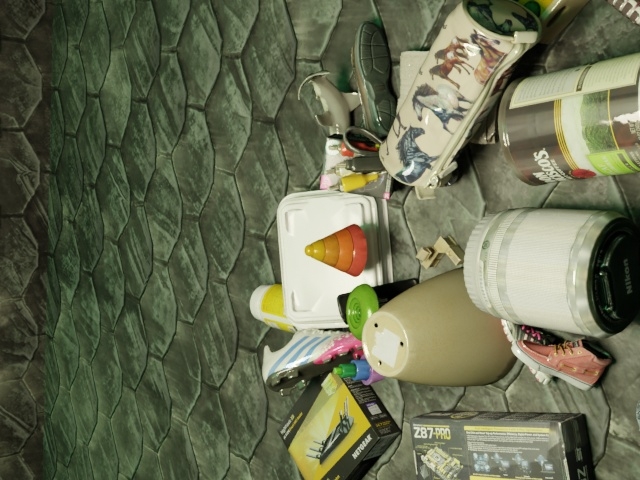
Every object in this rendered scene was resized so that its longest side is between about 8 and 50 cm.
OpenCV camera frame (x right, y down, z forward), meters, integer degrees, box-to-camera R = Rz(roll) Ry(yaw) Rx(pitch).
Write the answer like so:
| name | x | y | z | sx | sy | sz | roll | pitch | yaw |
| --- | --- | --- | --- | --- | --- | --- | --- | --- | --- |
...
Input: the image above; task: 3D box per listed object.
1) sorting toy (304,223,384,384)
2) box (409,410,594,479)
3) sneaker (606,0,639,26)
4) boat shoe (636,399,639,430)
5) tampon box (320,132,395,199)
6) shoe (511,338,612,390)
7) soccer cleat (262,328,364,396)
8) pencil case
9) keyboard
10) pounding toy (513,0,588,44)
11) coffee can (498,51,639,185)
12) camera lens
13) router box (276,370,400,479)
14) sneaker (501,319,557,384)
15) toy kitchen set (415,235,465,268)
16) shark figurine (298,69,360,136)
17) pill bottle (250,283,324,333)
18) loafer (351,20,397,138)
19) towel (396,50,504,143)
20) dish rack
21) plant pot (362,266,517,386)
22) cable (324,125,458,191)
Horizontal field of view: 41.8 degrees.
| name | x | y | z | sx | sy | sz | roll | pitch | yaw |
| --- | --- | --- | --- | --- | --- | --- | --- | --- | --- |
| sorting toy | 0.043 | 0.134 | 1.805 | 0.127 | 0.126 | 0.366 | 131 | 135 | -56 |
| box | 0.368 | 0.515 | 1.710 | 0.394 | 0.097 | 0.319 | -13 | 85 | 48 |
| sneaker | 0.566 | -0.444 | 1.397 | 0.281 | 0.106 | 0.163 | 51 | 122 | 31 |
| boat shoe | 0.592 | 0.267 | 1.456 | 0.083 | 0.065 | 0.184 | -1 | 94 | 47 |
| tampon box | 0.091 | -0.170 | 1.896 | 0.160 | 0.101 | 0.121 | 9 | 104 | 9 |
| shoe | 0.449 | 0.209 | 1.557 | 0.081 | 0.177 | 0.063 | -61 | 9 | 27 |
| soccer cleat | 0.011 | 0.252 | 1.991 | 0.331 | 0.116 | 0.143 | -20 | 48 | 7 |
| pencil case | 0.263 | -0.277 | 1.606 | 0.184 | 0.159 | 0.410 | 60 | 141 | 30 |
| keyboard | 0.138 | 0.153 | 1.905 | 0.038 | 0.192 | 0.100 | 70 | -172 | -77 |
| pounding toy | 0.408 | -0.510 | 1.571 | 0.181 | 0.094 | 0.206 | -50 | 58 | 39 |
| coffee can | 0.477 | -0.208 | 1.441 | 0.275 | 0.201 | 0.202 | -5 | 90 | 48 |
| camera lens | 0.426 | 0.052 | 1.507 | 0.274 | 0.219 | 0.220 | 6 | 98 | 48 |
| router box | 0.037 | 0.474 | 2.086 | 0.243 | 0.081 | 0.309 | 54 | 130 | 31 |
| sneaker | 0.420 | 0.194 | 1.636 | 0.074 | 0.063 | 0.170 | -37 | 82 | 26 |
| toy kitchen set | 0.258 | 0.045 | 1.809 | 0.075 | 0.068 | 0.083 | 53 | 130 | 31 |
| shark figurine | 0.040 | -0.336 | 1.963 | 0.116 | 0.278 | 0.166 | -10 | 53 | 17 |
| pill bottle | -0.082 | 0.175 | 2.166 | 0.208 | 0.119 | 0.119 | 8 | 99 | 47 |
| loafer | 0.110 | -0.364 | 1.924 | 0.084 | 0.096 | 0.268 | -16 | 84 | 54 |
| towel | 0.268 | -0.307 | 1.782 | 0.282 | 0.049 | 0.187 | 14 | 103 | 47 |
| dish rack | 0.024 | 0.043 | 1.983 | 0.285 | 0.072 | 0.333 | -5 | 88 | 21 |
| plant pot | 0.225 | 0.193 | 1.706 | 0.256 | 0.274 | 0.257 | 6 | 98 | 47 |
| cable | 0.152 | -0.175 | 1.816 | 0.072 | 0.287 | 0.140 | 99 | 171 | -83 |
